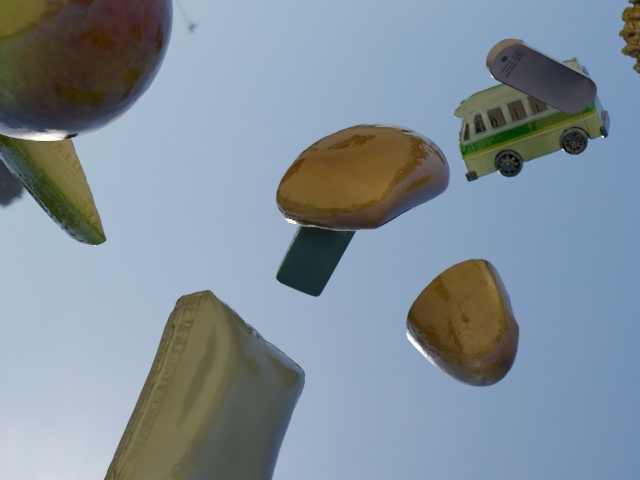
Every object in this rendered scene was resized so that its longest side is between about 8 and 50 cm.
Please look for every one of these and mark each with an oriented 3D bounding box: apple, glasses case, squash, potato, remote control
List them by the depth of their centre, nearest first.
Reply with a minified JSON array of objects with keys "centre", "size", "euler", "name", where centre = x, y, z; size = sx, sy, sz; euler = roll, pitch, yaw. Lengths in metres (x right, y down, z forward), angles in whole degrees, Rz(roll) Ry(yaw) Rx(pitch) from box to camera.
[{"centre":[-0.362,-0.297,1.526],"size":[0.339,0.339,0.339],"euler":[-22,-157,10],"name":"apple"},{"centre":[0.000,0.000,1.817],"size":[0.039,0.078,0.184],"euler":[-77,-168,-54],"name":"glasses case"},{"centre":[0.242,0.154,1.892],"size":[0.178,0.203,0.158],"euler":[-8,-130,-29],"name":"potato"},{"centre":[-0.437,-0.134,1.947],"size":[0.111,0.288,0.203],"euler":[-30,-160,31],"name":"squash"},{"centre":[0.380,-0.279,2.057],"size":[0.077,0.245,0.022],"euler":[-55,-143,23],"name":"remote control"}]

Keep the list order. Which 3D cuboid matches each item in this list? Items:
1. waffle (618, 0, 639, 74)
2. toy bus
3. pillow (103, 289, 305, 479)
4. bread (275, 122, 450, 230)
[{"centre":[0.542,-0.325,1.874],"size":[0.191,0.191,0.038],"euler":[-35,-164,-21],"name":"waffle"},{"centre":[0.385,-0.225,2.248],"size":[0.276,0.164,0.133],"euler":[-18,-166,21],"name":"toy bus"},{"centre":[-0.143,0.254,1.583],"size":[0.120,0.255,0.322],"euler":[-10,-131,38],"name":"pillow"},{"centre":[0.049,-0.076,1.315],"size":[0.147,0.098,0.217],"euler":[7,-160,25],"name":"bread"}]
